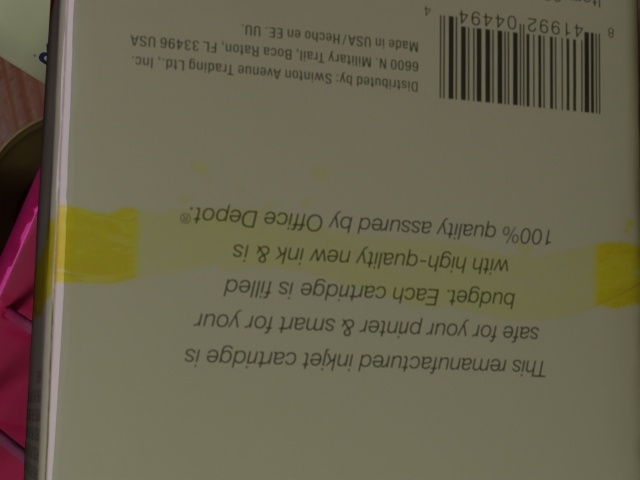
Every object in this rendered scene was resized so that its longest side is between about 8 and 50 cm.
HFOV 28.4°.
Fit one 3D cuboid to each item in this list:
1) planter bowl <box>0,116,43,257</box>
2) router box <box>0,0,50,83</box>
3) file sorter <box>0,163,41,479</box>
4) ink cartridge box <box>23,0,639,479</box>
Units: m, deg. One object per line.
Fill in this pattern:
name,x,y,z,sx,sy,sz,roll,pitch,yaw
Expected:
planter bowl,-0.193,-0.016,1.014,0.109,0.162,0.162,165,122,-72
router box,-0.158,-0.265,0.939,0.301,0.335,0.082,-47,30,21
file sorter,-0.094,0.090,0.815,0.182,0.202,0.291,22,88,45
ink cartridge box,0.000,0.000,0.628,0.160,0.279,0.385,155,118,-72
